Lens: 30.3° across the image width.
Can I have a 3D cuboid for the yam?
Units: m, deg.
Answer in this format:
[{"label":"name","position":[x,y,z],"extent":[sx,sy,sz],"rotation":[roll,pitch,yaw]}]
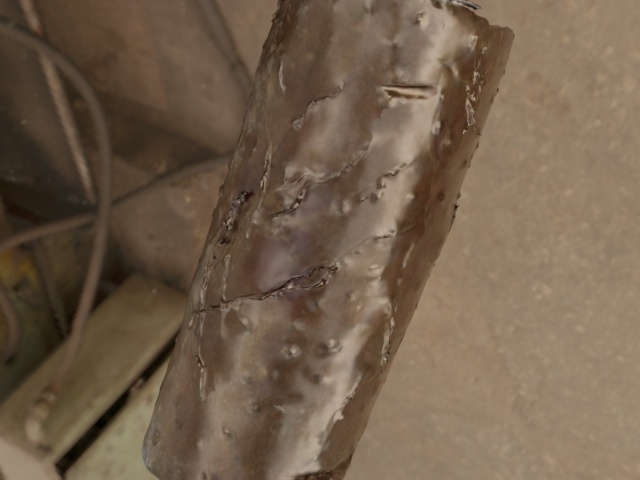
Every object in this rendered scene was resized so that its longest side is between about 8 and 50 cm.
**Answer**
[{"label":"yam","position":[0.001,0.001,0.602],"extent":[0.131,0.131,0.280],"rotation":[25,106,23]}]
